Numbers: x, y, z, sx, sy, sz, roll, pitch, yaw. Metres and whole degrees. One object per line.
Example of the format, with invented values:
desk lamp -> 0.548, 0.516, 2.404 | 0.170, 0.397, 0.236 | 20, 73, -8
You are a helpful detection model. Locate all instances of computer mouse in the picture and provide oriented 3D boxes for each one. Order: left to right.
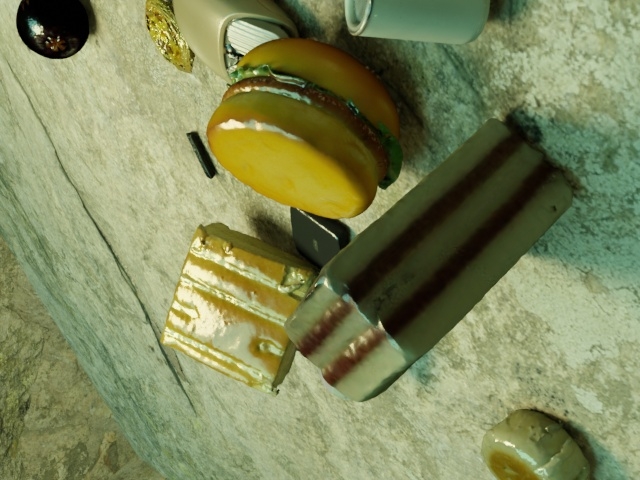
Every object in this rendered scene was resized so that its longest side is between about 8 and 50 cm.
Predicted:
computer mouse -> -0.124, -0.290, 1.124 | 0.236, 0.082, 0.145 | 42, 150, 21

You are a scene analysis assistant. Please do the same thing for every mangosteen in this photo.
mangosteen -> -0.492, -0.410, 1.510 | 0.137, 0.137, 0.151 | 96, 164, -53

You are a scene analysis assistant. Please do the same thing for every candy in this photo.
candy -> 0.118, 0.022, 0.873 | 0.135, 0.320, 0.179 | 44, 147, 8

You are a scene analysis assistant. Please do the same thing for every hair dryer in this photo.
hair dryer -> 0.109, -0.301, 0.761 | 0.073, 0.131, 0.236 | -117, 32, -53

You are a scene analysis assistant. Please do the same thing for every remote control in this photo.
remote control -> -0.216, -0.155, 1.486 | 0.034, 0.016, 0.091 | 32, 149, 63

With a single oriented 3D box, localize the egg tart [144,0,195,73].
egg tart -> -0.220, -0.318, 1.257 | 0.129, 0.049, 0.129 | 46, 158, 25

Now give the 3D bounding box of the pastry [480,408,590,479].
pastry -> 0.307, 0.314, 1.171 | 0.166, 0.088, 0.166 | 40, 153, 26

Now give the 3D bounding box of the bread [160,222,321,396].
bread -> -0.133, 0.114, 1.430 | 0.246, 0.111, 0.239 | 25, 107, 17

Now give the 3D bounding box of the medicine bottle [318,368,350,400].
medicine bottle -> 0.054, 0.164, 1.325 | 0.135, 0.135, 0.168 | 32, 146, 33

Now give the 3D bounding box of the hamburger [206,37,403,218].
hamburger -> -0.011, -0.145, 1.015 | 0.246, 0.170, 0.246 | 21, 163, 7

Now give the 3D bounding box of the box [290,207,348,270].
box -> 0.000, 0.000, 1.335 | 0.125, 0.027, 0.126 | 37, 150, 32
